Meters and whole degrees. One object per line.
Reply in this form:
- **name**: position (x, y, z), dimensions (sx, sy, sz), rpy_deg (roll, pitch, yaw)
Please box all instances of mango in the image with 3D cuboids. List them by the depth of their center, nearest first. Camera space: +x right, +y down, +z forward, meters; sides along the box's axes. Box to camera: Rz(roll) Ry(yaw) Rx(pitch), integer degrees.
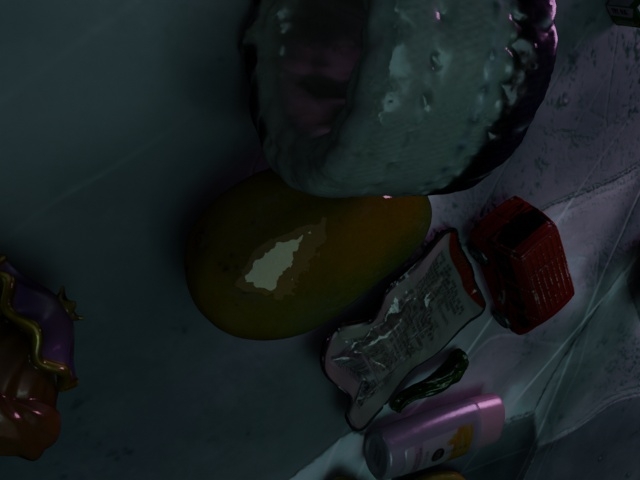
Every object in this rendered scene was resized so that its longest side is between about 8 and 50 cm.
- **mango**: position (0.000, 0.000, 0.592), dimensions (0.250, 0.114, 0.157), rpy_deg (-21, 117, -20)

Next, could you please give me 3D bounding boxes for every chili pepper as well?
- **chili pepper**: position (0.140, 0.177, 0.817), dimensions (0.118, 0.035, 0.055), rpy_deg (-37, 160, -9)

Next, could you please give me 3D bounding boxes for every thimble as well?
- **thimble**: position (0.048, -0.148, 0.473), dimensions (0.150, 0.237, 0.238), rpy_deg (-1, 115, -28)

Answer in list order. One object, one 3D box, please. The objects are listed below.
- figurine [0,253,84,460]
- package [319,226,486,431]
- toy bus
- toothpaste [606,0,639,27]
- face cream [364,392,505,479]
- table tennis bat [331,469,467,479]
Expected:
- **figurine**: position (-0.292, 0.109, 0.454), dimensions (0.263, 0.142, 0.190), rpy_deg (-18, 100, -24)
- **package**: position (0.094, 0.104, 0.761), dimensions (0.232, 0.040, 0.166), rpy_deg (-44, 133, -15)
- **toy bus**: position (0.248, 0.045, 0.787), dimensions (0.081, 0.089, 0.195), rpy_deg (-37, 129, -9)
- **toothpaste**: position (0.388, -0.310, 0.715), dimensions (0.178, 0.043, 0.037), rpy_deg (-50, 129, 1)
- **face cream**: position (0.153, 0.256, 0.861), dimensions (0.198, 0.057, 0.084), rpy_deg (-7, 119, -28)
- **table tennis bat**: position (0.107, 0.385, 0.908), dimensions (0.198, 0.050, 0.321), rpy_deg (-48, 132, 1)
